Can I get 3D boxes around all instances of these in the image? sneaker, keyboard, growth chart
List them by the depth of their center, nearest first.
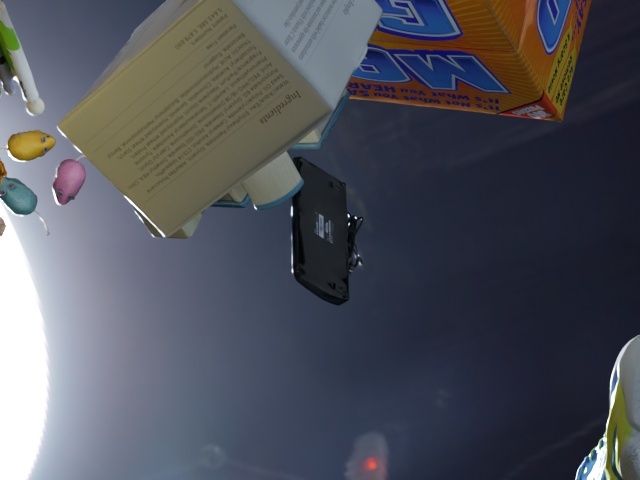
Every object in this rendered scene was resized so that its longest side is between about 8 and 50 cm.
[{"bbox_3d":[-0.315,-0.187,1.175,0.021,0.237,0.172,-47,-32,-23],"label":"growth chart"},{"bbox_3d":[0.249,0.181,1.179,0.126,0.091,0.240,19,122,57],"label":"sneaker"},{"bbox_3d":[0.000,0.000,1.523,0.100,0.038,0.192,31,-143,-26],"label":"keyboard"}]

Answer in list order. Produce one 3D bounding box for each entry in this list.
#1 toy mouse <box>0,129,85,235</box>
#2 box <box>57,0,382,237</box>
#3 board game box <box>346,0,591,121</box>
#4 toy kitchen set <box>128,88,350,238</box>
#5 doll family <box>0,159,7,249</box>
[{"bbox_3d":[-0.364,-0.072,1.873,0.031,0.161,0.143,-145,51,-70],"label":"toy mouse"},{"bbox_3d":[-0.069,-0.128,1.056,0.119,0.182,0.181,46,-149,-15],"label":"box"},{"bbox_3d":[0.075,-0.366,1.457,0.356,0.356,0.356,39,-116,-60],"label":"board game box"},{"bbox_3d":[-0.087,-0.098,1.500,0.166,0.207,0.122,-62,-39,-32],"label":"toy kitchen set"},{"bbox_3d":[-0.449,-0.078,1.620,0.263,0.163,0.118,59,166,10],"label":"doll family"}]
